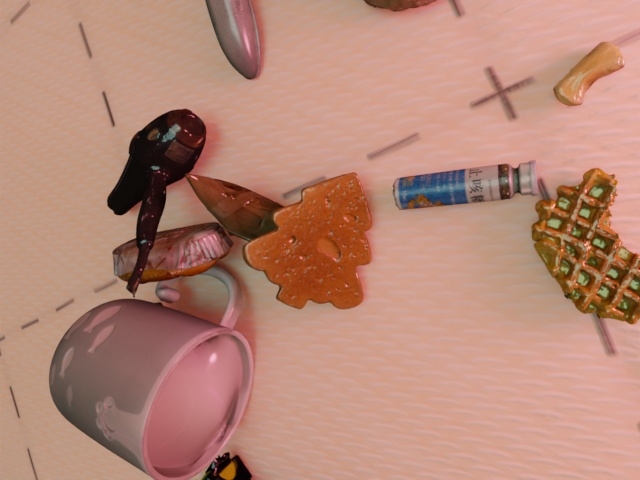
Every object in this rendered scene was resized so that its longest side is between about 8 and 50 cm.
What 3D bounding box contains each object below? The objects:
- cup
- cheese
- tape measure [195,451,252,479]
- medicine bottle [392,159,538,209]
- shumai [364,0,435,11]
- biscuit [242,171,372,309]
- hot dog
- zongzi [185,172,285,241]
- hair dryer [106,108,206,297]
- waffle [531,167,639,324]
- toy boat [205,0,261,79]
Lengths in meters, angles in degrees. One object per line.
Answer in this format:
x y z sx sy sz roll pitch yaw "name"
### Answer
-0.288 0.200 0.813 0.274 0.259 0.357 12 69 26 "cup"
0.336 -0.205 0.559 0.083 0.030 0.044 -47 68 16 "cheese"
-0.178 0.531 0.844 0.199 0.112 0.186 43 105 23 "tape measure"
0.200 -0.076 0.629 0.190 0.051 0.051 -5 92 27 "medicine bottle"
0.112 -0.428 0.604 0.201 0.120 0.202 1 92 26 "shumai"
0.000 0.000 0.710 0.212 0.041 0.239 26 98 -6 "biscuit"
-0.284 0.027 0.828 0.267 0.144 0.075 -3 117 34 "hot dog"
-0.104 -0.046 0.717 0.188 0.178 0.082 17 76 24 "zongzi"
-0.322 -0.046 0.788 0.303 0.120 0.360 -32 45 30 "hair dryer"
0.361 0.010 0.556 0.148 0.051 0.194 -33 75 25 "waffle"
-0.153 -0.409 0.768 0.078 0.085 0.261 -11 101 28 "toy boat"
